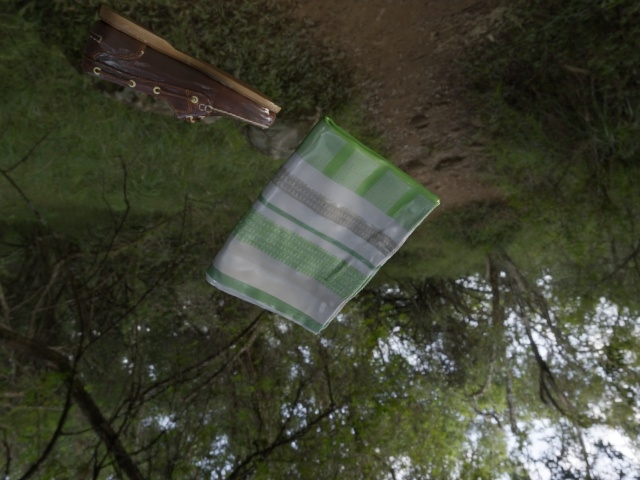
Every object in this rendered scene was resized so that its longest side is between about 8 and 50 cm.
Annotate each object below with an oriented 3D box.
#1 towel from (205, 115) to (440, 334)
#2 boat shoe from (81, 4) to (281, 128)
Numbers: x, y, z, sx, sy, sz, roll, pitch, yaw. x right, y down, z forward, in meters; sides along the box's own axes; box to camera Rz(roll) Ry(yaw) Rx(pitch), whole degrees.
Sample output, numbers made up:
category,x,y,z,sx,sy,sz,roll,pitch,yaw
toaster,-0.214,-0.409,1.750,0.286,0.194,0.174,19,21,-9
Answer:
category,x,y,z,sx,sy,sz,roll,pitch,yaw
towel,0.000,0.000,0.342,0.113,0.023,0.152,28,117,-25
boat shoe,-0.147,-0.168,0.511,0.207,0.073,0.073,22,-166,-24
